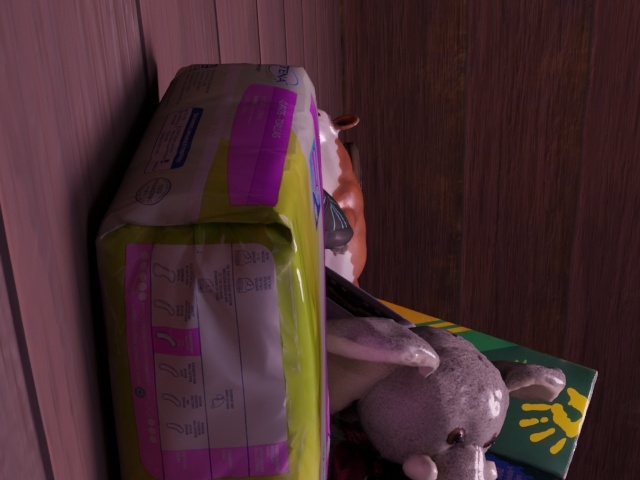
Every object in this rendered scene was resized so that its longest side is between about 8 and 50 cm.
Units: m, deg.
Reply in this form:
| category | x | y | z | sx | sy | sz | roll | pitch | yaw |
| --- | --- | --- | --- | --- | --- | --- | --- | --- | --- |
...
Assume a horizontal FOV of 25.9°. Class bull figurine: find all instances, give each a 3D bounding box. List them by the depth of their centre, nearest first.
| category | x | y | z | sx | sy | sz | roll | pitch | yaw |
| --- | --- | --- | --- | --- | --- | --- | --- | --- | --- |
| bull figurine | 0.000 | 0.000 | 1.615 | 0.188 | 0.101 | 0.310 | -79 | 167 | -52 |

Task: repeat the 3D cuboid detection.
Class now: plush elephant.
| category | x | y | z | sx | sy | sz | roll | pitch | yaw |
| --- | --- | --- | --- | --- | --- | --- | --- | --- | --- |
| plush elephant | 0.058 | 0.178 | 1.041 | 0.255 | 0.272 | 0.330 | -39 | -124 | 41 |

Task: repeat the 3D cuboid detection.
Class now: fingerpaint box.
| category | x | y | z | sx | sy | sz | roll | pitch | yaw |
| --- | --- | --- | --- | --- | --- | --- | --- | --- | --- |
| fingerpaint box | 0.168 | 0.272 | 1.973 | 0.445 | 0.371 | 0.163 | 85 | 26 | -65 |

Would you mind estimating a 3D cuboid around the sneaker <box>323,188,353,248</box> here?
| category | x | y | z | sx | sy | sz | roll | pitch | yaw |
| --- | --- | --- | --- | --- | --- | --- | --- | --- | --- |
| sneaker | -0.026 | -0.037 | 1.161 | 0.267 | 0.101 | 0.106 | -71 | 159 | -81 |

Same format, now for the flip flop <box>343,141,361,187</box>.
| category | x | y | z | sx | sy | sz | roll | pitch | yaw |
| --- | --- | --- | --- | --- | --- | --- | --- | --- | --- |
| flip flop | 0.004 | -0.007 | 1.952 | 0.112 | 0.080 | 0.277 | 41 | 64 | -87 |

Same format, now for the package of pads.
| category | x | y | z | sx | sy | sz | roll | pitch | yaw |
| --- | --- | --- | --- | --- | --- | --- | --- | --- | --- |
| package of pads | -0.047 | 0.076 | 0.774 | 0.229 | 0.101 | 0.296 | -84 | 173 | -64 |

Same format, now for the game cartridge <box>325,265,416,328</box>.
| category | x | y | z | sx | sy | sz | roll | pitch | yaw |
| --- | --- | --- | --- | --- | --- | --- | --- | --- | --- |
| game cartridge | 0.026 | 0.144 | 1.410 | 0.297 | 0.062 | 0.198 | 31 | -56 | 59 |
